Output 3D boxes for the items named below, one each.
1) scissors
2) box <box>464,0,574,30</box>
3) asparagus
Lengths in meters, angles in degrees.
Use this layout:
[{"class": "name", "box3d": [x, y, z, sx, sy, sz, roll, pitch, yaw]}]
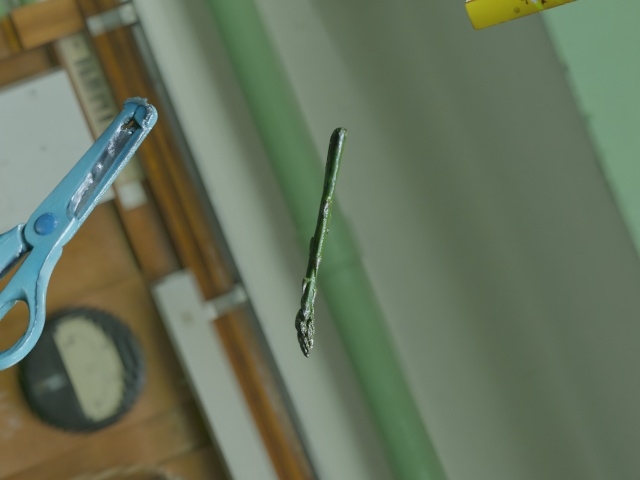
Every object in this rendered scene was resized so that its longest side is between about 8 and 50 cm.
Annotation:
[{"class": "scissors", "box3d": [-0.314, -0.010, 2.044, 0.180, 0.393, 0.032, 28, -18, 29]}, {"class": "box", "box3d": [0.253, -0.315, 2.000, 0.043, 0.152, 0.269, 64, 24, -22]}, {"class": "asparagus", "box3d": [0.000, 0.000, 1.762, 0.022, 0.023, 0.232, 27, 68, -54]}]
